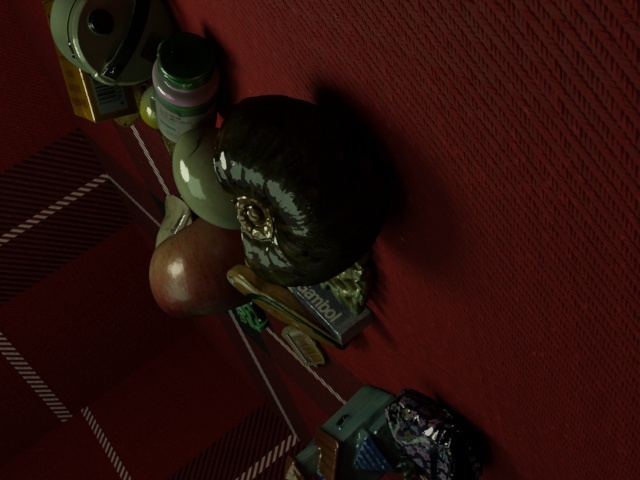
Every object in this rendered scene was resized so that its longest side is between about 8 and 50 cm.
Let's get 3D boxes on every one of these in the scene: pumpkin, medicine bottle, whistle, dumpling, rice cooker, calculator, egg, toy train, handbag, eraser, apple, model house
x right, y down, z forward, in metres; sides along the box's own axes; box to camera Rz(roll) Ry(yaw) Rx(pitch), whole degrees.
[{"bbox_3d":[0.000,-0.076,1.174,0.232,0.242,0.324,6,132,28],"label":"pumpkin"},{"bbox_3d":[-0.271,-0.305,1.502,0.133,0.133,0.274,52,162,9],"label":"medicine bottle"},{"bbox_3d":[-0.343,-0.294,1.766,0.223,0.123,0.123,42,165,-12],"label":"whistle"},{"bbox_3d":[-0.479,0.016,2.500,0.315,0.233,0.394,40,144,45],"label":"dumpling"},{"bbox_3d":[-0.425,-0.438,1.530,0.244,0.226,0.226,32,152,53],"label":"rice cooker"},{"bbox_3d":[-0.046,0.317,2.249,0.157,0.033,0.236,56,160,-2],"label":"calculator"},{"bbox_3d":[-0.203,-0.130,1.551,0.253,0.186,0.187,46,168,-27],"label":"egg"},{"bbox_3d":[-0.246,0.232,2.543,0.105,0.071,0.178,27,151,40],"label":"toy train"},{"bbox_3d":[0.240,0.421,1.543,0.208,0.127,0.228,30,150,40],"label":"handbag"},{"bbox_3d":[0.017,0.131,1.642,0.212,0.092,0.046,43,161,35],"label":"eraser"},{"bbox_3d":[-0.317,0.067,2.035,0.345,0.345,0.269,169,88,-71],"label":"apple"},{"bbox_3d":[0.086,0.560,1.875,0.251,0.329,0.295,60,164,-6],"label":"model house"}]

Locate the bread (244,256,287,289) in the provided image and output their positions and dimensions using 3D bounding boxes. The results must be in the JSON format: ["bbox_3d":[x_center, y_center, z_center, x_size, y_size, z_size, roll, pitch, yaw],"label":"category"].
[{"bbox_3d":[-0.109,0.034,1.779,0.142,0.091,0.305,37,161,2],"label":"bread"}]

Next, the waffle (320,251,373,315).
[{"bbox_3d":[0.000,0.000,1.494,0.292,0.056,0.309,44,159,30],"label":"waffle"}]

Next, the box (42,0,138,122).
[{"bbox_3d":[-0.564,-0.500,1.751,0.264,0.116,0.415,28,133,60],"label":"box"}]

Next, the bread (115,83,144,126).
[{"bbox_3d":[-0.552,-0.423,2.007,0.169,0.140,0.160,42,164,36],"label":"bread"}]

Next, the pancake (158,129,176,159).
[{"bbox_3d":[-0.377,-0.243,2.025,0.250,0.031,0.250,45,155,28],"label":"pancake"}]

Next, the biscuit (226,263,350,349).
[{"bbox_3d":[-0.083,0.171,1.825,0.344,0.057,0.287,33,168,-4],"label":"biscuit"}]
